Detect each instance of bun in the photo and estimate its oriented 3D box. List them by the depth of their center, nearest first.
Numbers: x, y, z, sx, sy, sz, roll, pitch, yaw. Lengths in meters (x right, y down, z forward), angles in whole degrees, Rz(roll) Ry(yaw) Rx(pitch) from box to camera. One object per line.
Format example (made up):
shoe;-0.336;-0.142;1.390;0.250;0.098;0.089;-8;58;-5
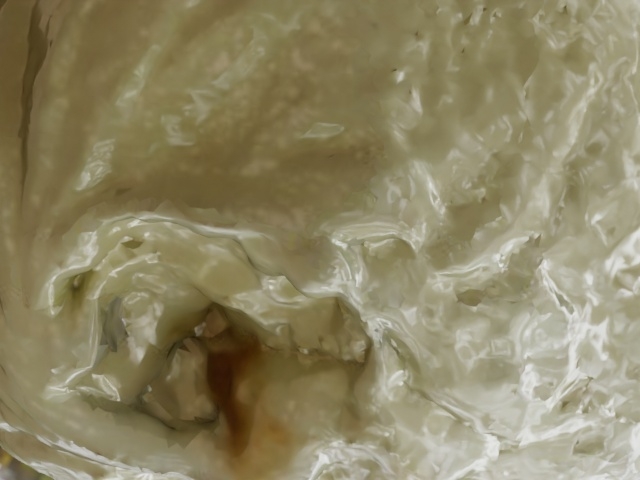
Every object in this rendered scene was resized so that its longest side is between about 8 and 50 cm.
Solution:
bun;0.000;0.000;0.783;0.349;0.352;0.227;-27;-154;27
